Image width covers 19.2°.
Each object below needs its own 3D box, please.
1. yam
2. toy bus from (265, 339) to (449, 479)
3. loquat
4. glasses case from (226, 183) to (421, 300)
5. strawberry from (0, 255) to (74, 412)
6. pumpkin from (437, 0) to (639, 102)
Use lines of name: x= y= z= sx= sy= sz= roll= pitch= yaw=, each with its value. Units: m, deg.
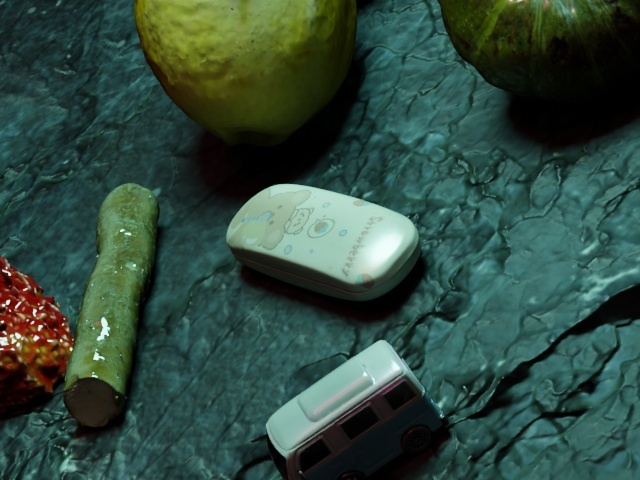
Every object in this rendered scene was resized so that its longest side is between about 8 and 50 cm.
yam: x=-0.177 y=0.050 z=1.615 sx=0.061 sy=0.061 sz=0.253 roll=-20 pitch=37 yaw=20
toy bus: x=0.019 y=0.130 z=1.340 sx=0.123 sy=0.075 sz=0.060 roll=-34 pitch=34 yaw=-1
loquat: x=-0.069 y=-0.201 z=1.682 sx=0.193 sy=0.238 sz=0.238 roll=0 pitch=46 yaw=23
glasses case: x=0.000 y=0.000 z=1.537 sx=0.204 sy=0.051 sz=0.081 roll=14 pitch=55 yaw=48
strawberry: x=-0.340 y=0.068 z=1.686 sx=0.286 sy=0.106 sz=0.188 roll=6 pitch=52 yaw=43
pumpkin: x=0.199 y=-0.212 z=1.529 sx=0.219 sy=0.162 sz=0.219 roll=-1 pitch=82 yaw=7
